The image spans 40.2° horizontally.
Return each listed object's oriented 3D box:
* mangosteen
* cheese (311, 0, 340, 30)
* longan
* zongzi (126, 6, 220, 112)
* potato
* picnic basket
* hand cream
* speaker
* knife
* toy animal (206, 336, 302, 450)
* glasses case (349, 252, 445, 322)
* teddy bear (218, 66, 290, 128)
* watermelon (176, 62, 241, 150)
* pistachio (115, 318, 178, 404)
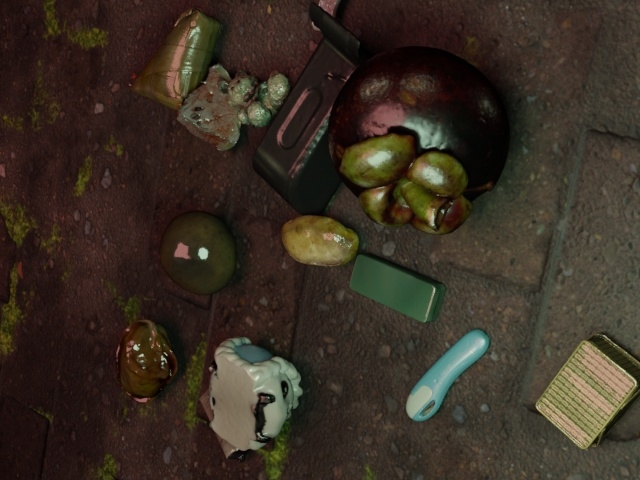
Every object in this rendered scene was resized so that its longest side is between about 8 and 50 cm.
[{"bbox_3d":[0.160,-0.154,1.453,0.307,0.307,0.346,-25,38,35],"label":"mangosteen"},{"bbox_3d":[0.026,-0.544,1.711,0.163,0.071,0.249,50,119,25],"label":"cheese"},{"bbox_3d":[-0.263,0.027,1.891,0.167,0.167,0.187,-30,95,34],"label":"longan"},{"bbox_3d":[-0.339,-0.416,1.976,0.256,0.115,0.228,24,102,45],"label":"zongzi"},{"bbox_3d":[0.000,0.000,1.729,0.171,0.080,0.107,-1,113,31],"label":"potato"},{"bbox_3d":[0.440,0.244,1.408,0.115,0.079,0.164,42,115,28],"label":"picnic basket"},{"bbox_3d":[-0.210,0.404,1.924,0.087,0.054,0.186,-49,57,32],"label":"hand cream"},{"bbox_3d":[-0.015,-0.241,1.677,0.180,0.184,0.388,45,117,27],"label":"speaker"},{"bbox_3d":[0.231,0.247,1.598,0.222,0.031,0.064,-52,58,21],"label":"knife"},{"bbox_3d":[-0.135,0.306,1.798,0.204,0.156,0.208,22,120,31],"label":"toy animal"},{"bbox_3d":[0.143,0.087,1.654,0.184,0.039,0.077,23,105,34],"label":"glasses case"},{"bbox_3d":[-0.124,-0.292,1.819,0.133,0.111,0.213,-46,35,-6],"label":"teddy bear"},{"bbox_3d":[-0.247,-0.283,1.896,0.071,0.139,0.187,154,107,-69],"label":"watermelon"},{"bbox_3d":[-0.408,0.285,2.021,0.165,0.130,0.210,18,112,24],"label":"pistachio"}]
